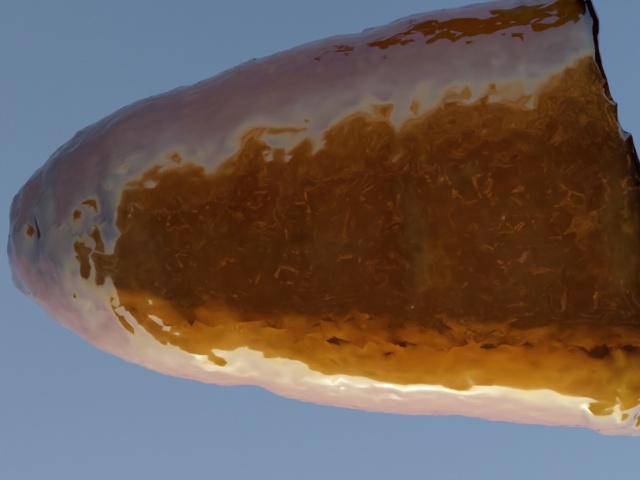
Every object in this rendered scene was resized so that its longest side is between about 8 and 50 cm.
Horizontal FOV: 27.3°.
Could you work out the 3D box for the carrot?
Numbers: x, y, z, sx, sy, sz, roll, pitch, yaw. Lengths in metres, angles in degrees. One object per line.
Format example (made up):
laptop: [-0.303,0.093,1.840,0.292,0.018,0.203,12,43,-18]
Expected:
carrot: [0.000,0.000,0.466,0.225,0.159,0.159,-7,-65,3]
